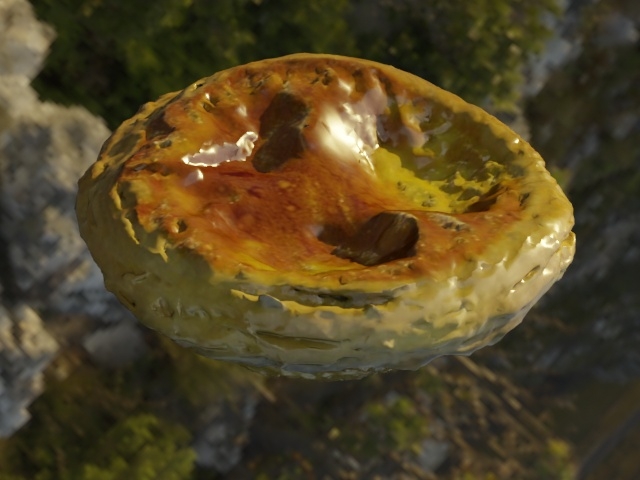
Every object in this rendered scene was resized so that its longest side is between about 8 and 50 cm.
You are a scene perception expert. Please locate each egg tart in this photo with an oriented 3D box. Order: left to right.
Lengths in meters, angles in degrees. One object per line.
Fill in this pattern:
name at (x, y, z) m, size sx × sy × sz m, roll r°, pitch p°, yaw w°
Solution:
egg tart at (0.000, 0.000, 1.530) m, size 0.443 × 0.443 × 0.178 m, roll -27°, pitch 137°, yaw -34°
